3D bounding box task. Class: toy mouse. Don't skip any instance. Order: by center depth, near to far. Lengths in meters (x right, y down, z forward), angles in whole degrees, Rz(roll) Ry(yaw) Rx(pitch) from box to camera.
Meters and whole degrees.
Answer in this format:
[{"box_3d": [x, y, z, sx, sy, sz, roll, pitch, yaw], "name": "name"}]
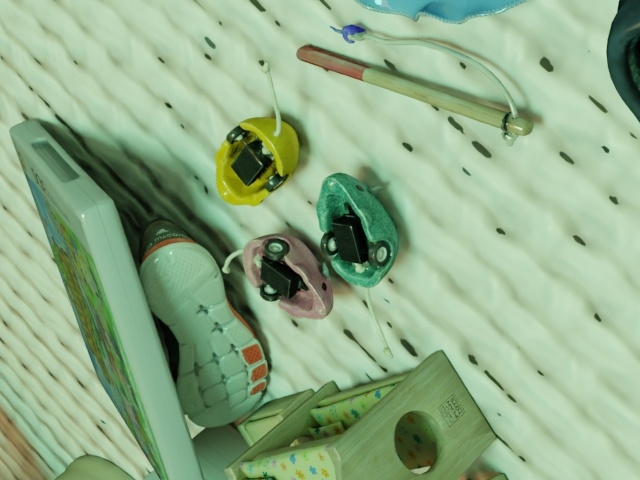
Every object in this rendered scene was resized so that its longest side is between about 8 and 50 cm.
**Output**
[{"box_3d": [0.000, 0.000, 0.595, 0.143, 0.031, 0.161, 48, 142, 9], "name": "toy mouse"}]

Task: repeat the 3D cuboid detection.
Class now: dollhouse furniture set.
[{"box_3d": [0.024, 0.172, 0.643, 0.182, 0.101, 0.161, -26, 97, 52], "name": "dollhouse furniture set"}]

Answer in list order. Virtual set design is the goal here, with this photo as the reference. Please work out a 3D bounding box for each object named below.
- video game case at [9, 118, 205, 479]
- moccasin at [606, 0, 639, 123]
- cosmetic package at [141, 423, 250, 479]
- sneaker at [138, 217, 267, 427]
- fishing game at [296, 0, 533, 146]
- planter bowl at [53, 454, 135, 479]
[{"box_3d": [-0.139, 0.043, 0.723, 0.193, 0.023, 0.212, 37, 145, 58], "name": "video game case"}, {"box_3d": [0.203, 0.047, 0.347, 0.342, 0.117, 0.137, 48, 142, 7], "name": "moccasin"}, {"box_3d": [-0.080, 0.254, 0.747, 0.151, 0.184, 0.151, 33, 137, 25], "name": "cosmetic package"}, {"box_3d": [-0.076, 0.049, 0.708, 0.065, 0.061, 0.157, -121, 16, -51], "name": "sneaker"}, {"box_3d": [0.027, -0.166, 0.436, 0.189, 0.041, 0.264, 25, 134, 36], "name": "fishing game"}, {"box_3d": [-0.200, 0.281, 0.956, 0.162, 0.109, 0.162, 26, 134, 30], "name": "planter bowl"}]
